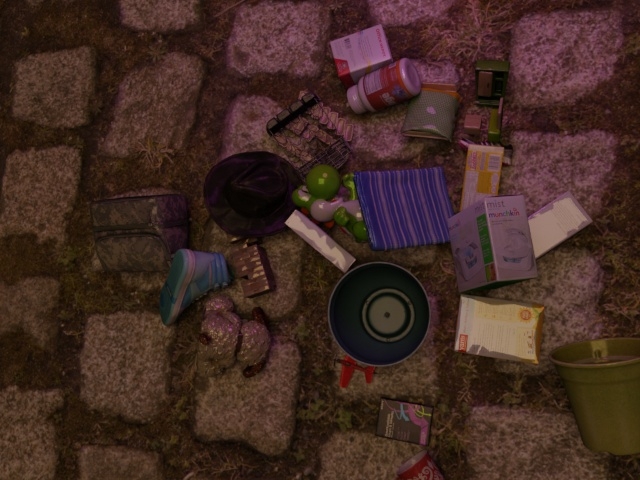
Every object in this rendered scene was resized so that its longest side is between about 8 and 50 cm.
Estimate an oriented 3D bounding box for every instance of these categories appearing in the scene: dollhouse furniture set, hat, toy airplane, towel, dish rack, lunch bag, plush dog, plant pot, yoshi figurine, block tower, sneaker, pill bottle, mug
[{"bbox_3d":[0.399,-0.421,1.873,0.301,0.151,0.198,8,63,17],"label":"dollhouse furniture set"},{"bbox_3d":[-0.200,-0.166,1.965,0.331,0.134,0.331,4,73,-12],"label":"hat"},{"bbox_3d":[0.109,0.392,1.917,0.151,0.028,0.151,-2,83,15],"label":"toy airplane"},{"bbox_3d":[0.260,-0.100,1.838,0.336,0.040,0.243,-7,77,-29],"label":"towel"},{"bbox_3d":[-0.035,-0.327,2.018,0.208,0.074,0.271,-35,84,6],"label":"dish rack"},{"bbox_3d":[-0.593,-0.019,2.078,0.305,0.212,0.256,-3,97,15],"label":"lunch bag"},{"bbox_3d":[-0.266,0.311,1.959,0.225,0.210,0.263,7,83,-8],"label":"plush dog"},{"bbox_3d":[0.766,0.412,1.641,0.276,0.276,0.254,-10,90,13],"label":"plant pot"},{"bbox_3d":[0.086,-0.119,1.906,0.362,0.203,0.203,22,87,13],"label":"yoshi figurine"},{"bbox_3d":[-0.240,0.018,2.032,0.097,0.091,0.336,-19,77,10],"label":"block tower"},{"bbox_3d":[-0.399,0.161,2.041,0.319,0.208,0.127,-60,44,36],"label":"sneaker"},{"bbox_3d":[0.197,-0.477,1.957,0.216,0.121,0.121,-17,77,33],"label":"pill bottle"},{"bbox_3d":[0.307,0.711,1.794,0.113,0.150,0.169,-31,77,-29],"label":"mug"},{"bbox_3d":[0.510,-0.286,1.900,0.170,0.063,0.075,23,85,14],"label":"sneaker"},{"bbox_3d":[0.187,0.219,1.836,0.293,0.196,0.293,-2,81,15],"label":"plant pot"}]

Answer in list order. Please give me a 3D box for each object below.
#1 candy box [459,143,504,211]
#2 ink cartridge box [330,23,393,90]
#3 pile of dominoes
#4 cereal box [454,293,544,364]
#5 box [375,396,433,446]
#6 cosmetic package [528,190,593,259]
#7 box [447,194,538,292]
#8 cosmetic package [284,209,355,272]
[{"bbox_3d":[0.485,-0.183,1.873,0.105,0.027,0.206,9,104,17],"label":"candy box"},{"bbox_3d":[0.139,-0.587,2.005,0.176,0.127,0.128,-15,78,12],"label":"ink cartridge box"},{"bbox_3d":[-0.018,-0.355,2.071,0.251,0.040,0.196,36,91,9],"label":"pile of dominoes"},{"bbox_3d":[0.520,0.258,1.821,0.240,0.047,0.173,7,83,16],"label":"cereal box"},{"bbox_3d":[0.249,0.540,1.858,0.162,0.029,0.116,6,83,16],"label":"box"},{"bbox_3d":[0.656,-0.030,1.812,0.231,0.085,0.117,-34,75,9],"label":"cosmetic package"},{"bbox_3d":[0.477,0.015,1.748,0.126,0.262,0.231,-5,80,-12],"label":"box"},{"bbox_3d":[0.000,0.000,1.934,0.239,0.099,0.060,40,93,-2],"label":"cosmetic package"}]
